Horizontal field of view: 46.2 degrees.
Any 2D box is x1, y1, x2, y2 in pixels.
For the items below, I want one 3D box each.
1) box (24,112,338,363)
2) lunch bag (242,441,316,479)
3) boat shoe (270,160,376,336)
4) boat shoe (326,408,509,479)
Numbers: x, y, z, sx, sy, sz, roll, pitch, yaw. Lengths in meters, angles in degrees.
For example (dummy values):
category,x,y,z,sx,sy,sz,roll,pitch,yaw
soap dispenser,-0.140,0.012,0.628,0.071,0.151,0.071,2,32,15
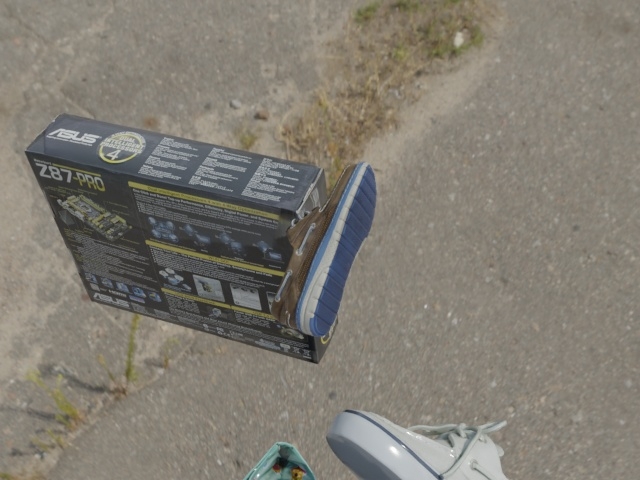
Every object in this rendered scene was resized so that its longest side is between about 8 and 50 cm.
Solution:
category,x,y,z,sx,sy,sz,roll,pitch,yaw
box,-0.180,0.005,1.045,0.394,0.318,0.097,13,51,18
lunch bag,-0.084,0.479,1.213,0.160,0.223,0.262,5,55,-7
boat shoe,0.000,0.000,0.738,0.066,0.066,0.183,12,69,28
boat shoe,0.179,0.287,0.941,0.367,0.136,0.156,38,64,-11
